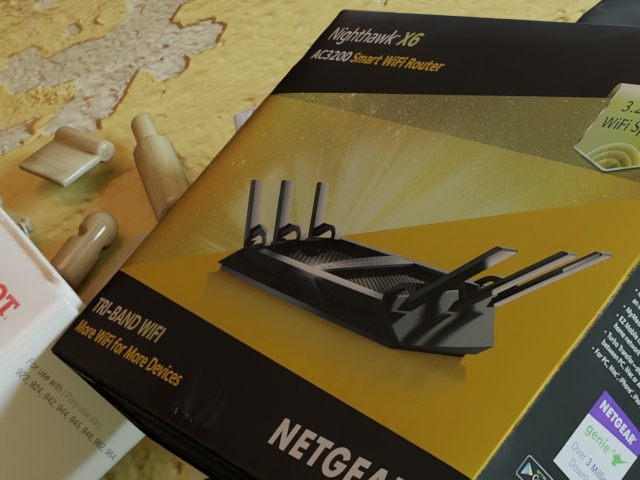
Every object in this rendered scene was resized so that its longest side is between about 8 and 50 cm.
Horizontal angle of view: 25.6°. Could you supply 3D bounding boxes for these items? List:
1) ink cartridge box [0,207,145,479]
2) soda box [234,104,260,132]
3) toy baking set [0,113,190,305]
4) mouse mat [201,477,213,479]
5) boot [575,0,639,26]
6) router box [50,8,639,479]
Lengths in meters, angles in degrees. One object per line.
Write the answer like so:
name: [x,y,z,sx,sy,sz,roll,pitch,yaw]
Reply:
ink cartridge box: [-0.247,0.110,0.787,0.273,0.114,0.198,-43,42,-8]
soda box: [0.000,0.000,0.832,0.069,0.074,0.216,-21,40,7]
toy baking set: [-0.170,0.009,0.952,0.197,0.030,0.256,-31,40,-3]
mouse mat: [-0.008,0.175,0.698,0.153,0.007,0.189,-21,41,6]
boot: [0.160,0.063,0.620,0.367,0.146,0.445,-28,41,-12]
router box: [0.042,0.014,0.619,0.243,0.081,0.309,-51,32,-15]
